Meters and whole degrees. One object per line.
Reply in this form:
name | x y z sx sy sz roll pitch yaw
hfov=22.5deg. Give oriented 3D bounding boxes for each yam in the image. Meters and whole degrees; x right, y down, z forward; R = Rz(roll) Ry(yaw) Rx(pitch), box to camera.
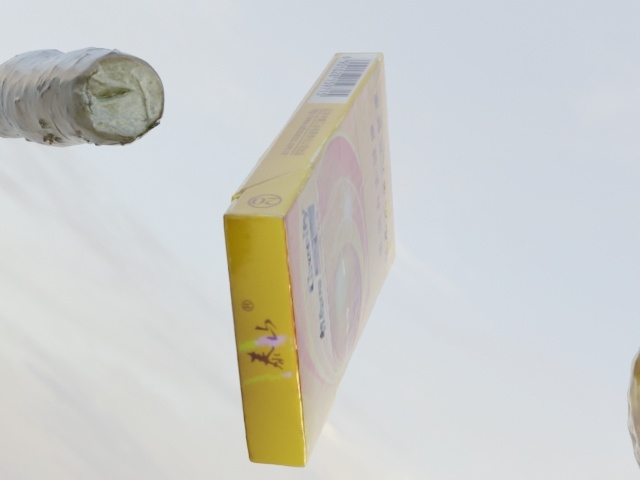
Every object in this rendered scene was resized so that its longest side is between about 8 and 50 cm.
yam | -0.181 -0.099 1.112 0.317 0.071 0.067 10 -65 66

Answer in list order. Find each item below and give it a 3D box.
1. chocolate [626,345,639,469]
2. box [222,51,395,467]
chocolate | 0.230 0.111 0.839 0.134 0.134 0.309 34 -15 29
box | 0.000 0.000 0.956 0.043 0.269 0.152 1 -66 15
